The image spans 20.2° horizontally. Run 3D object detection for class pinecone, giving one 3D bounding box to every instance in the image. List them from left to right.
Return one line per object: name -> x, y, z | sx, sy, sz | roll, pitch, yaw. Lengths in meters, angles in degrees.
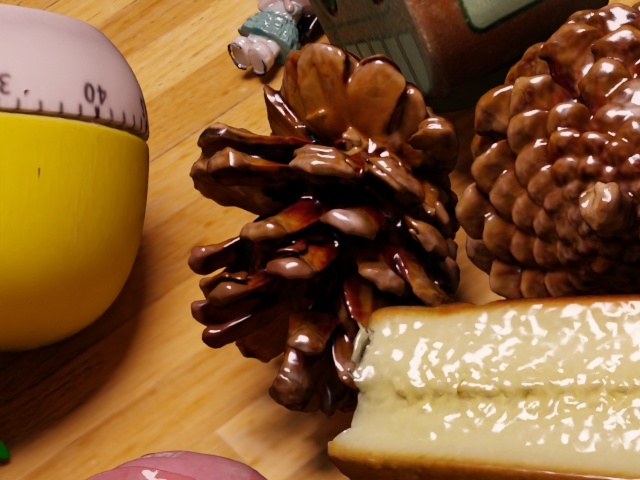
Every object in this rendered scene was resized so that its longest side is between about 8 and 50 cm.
pinecone -> 0.004, -0.001, 0.976 | 0.150, 0.179, 0.195 | 0, 66, -2
pinecone -> 0.179, -0.041, 0.941 | 0.185, 0.169, 0.212 | 42, 51, 4

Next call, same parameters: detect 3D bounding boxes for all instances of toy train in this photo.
toy train -> 0.067, -0.162, 1.069 | 0.129, 0.159, 0.326 | -29, 8, -7

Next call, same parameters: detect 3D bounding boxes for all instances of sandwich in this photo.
sandwich -> 0.133, 0.095, 0.850 | 0.235, 0.128, 0.122 | 1, 48, 32

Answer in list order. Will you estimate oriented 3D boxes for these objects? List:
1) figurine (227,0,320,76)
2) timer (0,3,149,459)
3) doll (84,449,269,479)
figurine -> -0.019, -0.159, 1.266 | 0.060, 0.047, 0.106 | 8, 50, 44
timer -> -0.230, 0.009, 1.054 | 0.285, 0.285, 0.285 | -13, 40, 11
doll -> -0.088, 0.202, 0.813 | 0.196, 0.152, 0.256 | 1, 39, 7
